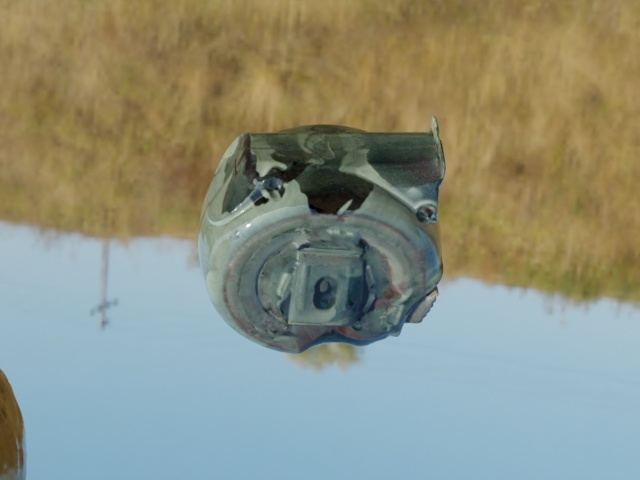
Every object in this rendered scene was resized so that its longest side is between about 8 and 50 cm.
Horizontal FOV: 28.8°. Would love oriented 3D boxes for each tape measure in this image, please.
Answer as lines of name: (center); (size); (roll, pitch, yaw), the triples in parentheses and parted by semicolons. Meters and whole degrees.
tape measure: (0.000, 0.000, 1.307); (0.256, 0.275, 0.147); (0, -137, -5)

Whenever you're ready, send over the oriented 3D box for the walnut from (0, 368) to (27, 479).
walnut: (-0.451, 0.205, 1.226); (0.333, 0.333, 0.333); (5, -173, -1)
